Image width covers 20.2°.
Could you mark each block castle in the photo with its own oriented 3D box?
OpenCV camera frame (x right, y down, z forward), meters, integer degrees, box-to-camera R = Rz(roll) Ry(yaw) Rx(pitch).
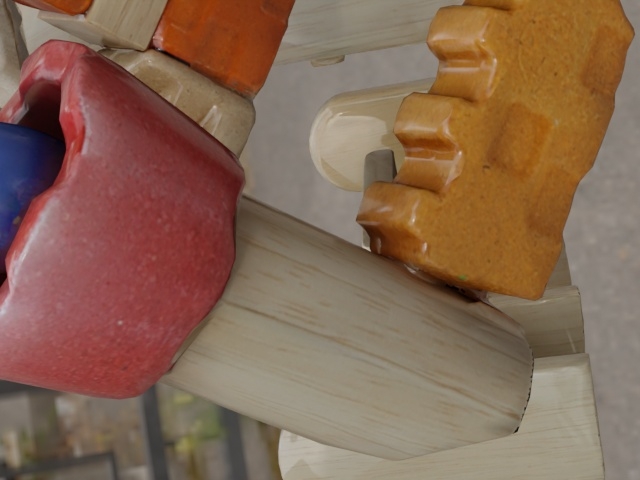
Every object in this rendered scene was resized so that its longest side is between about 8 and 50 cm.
[{"bbox_3d":[-0.023,-0.177,0.566,0.303,0.213,0.453,14,81,62],"label":"block castle"}]

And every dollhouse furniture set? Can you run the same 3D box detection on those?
[{"bbox_3d":[0.000,0.000,0.945,0.362,0.256,0.394,-85,-14,-63],"label":"dollhouse furniture set"}]
